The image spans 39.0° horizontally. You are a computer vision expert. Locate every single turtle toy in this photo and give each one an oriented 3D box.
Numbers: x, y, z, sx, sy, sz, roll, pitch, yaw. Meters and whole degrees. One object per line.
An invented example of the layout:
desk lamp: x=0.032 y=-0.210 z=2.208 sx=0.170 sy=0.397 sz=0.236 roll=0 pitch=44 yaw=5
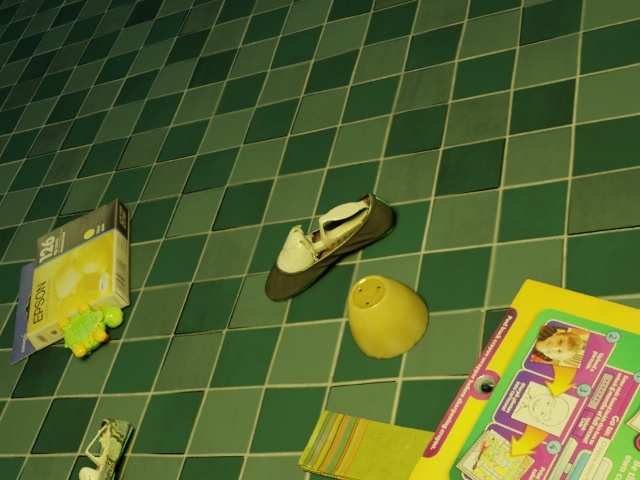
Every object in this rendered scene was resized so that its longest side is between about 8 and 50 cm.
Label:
turtle toy: x=-0.454 y=0.176 z=1.804 sx=0.130 sy=0.066 sz=0.095 roll=-35 pitch=64 yaw=-3

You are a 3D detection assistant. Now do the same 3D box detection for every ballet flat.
ballet flat: x=0.000 y=0.000 z=1.635 sx=0.280 sy=0.096 sz=0.095 roll=-34 pitch=42 yaw=3
ballet flat: x=-0.381 y=0.390 z=1.555 sx=0.070 sy=0.070 sz=0.188 roll=-14 pitch=42 yaw=23

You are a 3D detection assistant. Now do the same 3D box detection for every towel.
towel: x=0.082 y=0.316 z=1.346 sx=0.237 sy=0.021 sz=0.102 roll=3 pitch=55 yaw=36

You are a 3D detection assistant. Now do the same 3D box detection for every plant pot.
plant pot: x=0.097 y=0.110 z=1.468 sx=0.134 sy=0.095 sz=0.134 roll=-18 pitch=44 yaw=19

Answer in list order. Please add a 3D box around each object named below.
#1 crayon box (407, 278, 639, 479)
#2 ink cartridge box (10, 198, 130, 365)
crayon box: x=0.333 y=0.252 z=1.171 sx=0.313 sy=0.106 sz=0.363 roll=17 pitch=64 yaw=41
ink cartridge box: x=-0.554 y=0.082 z=1.960 sx=0.307 sy=0.072 sz=0.304 roll=-25 pitch=43 yaw=10
